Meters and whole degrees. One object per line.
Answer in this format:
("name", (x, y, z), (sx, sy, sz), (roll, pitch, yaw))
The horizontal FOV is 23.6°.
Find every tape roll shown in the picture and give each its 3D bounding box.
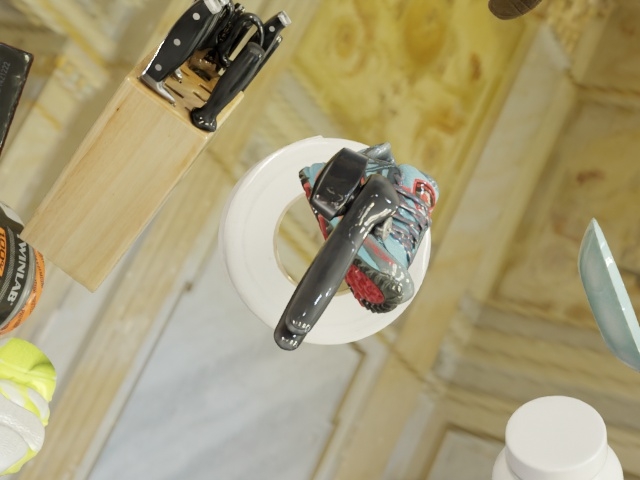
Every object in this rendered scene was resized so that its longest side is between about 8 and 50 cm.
("tape roll", (0.000, 0.000, 1.855), (0.246, 0.246, 0.169), (28, -2, -6))

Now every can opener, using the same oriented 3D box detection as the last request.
("can opener", (0.009, 0.012, 1.201), (0.073, 0.186, 0.059), (24, -32, 3))

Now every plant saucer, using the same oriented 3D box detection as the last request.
("plant saucer", (0.328, 0.070, 1.735), (0.037, 0.195, 0.195), (-21, -36, 14))

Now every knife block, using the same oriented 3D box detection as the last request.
("knife block", (-0.141, -0.097, 1.311), (0.088, 0.276, 0.242), (38, -11, -3))

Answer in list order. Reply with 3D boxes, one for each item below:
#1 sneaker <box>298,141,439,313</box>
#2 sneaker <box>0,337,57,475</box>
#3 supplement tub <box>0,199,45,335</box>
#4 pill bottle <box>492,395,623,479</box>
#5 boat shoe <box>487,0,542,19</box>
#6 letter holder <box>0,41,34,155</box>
("sneaker", (0.059, -0.030, 1.504), (0.104, 0.125, 0.262), (63, 2, -31))
("sneaker", (-0.296, 0.174, 1.306), (0.091, 0.126, 0.240), (39, 14, -4))
("supplement tub", (-0.461, 0.015, 1.762), (0.193, 0.194, 0.316), (18, -5, 22))
("pill bottle", (0.216, 0.242, 1.386), (0.117, 0.117, 0.208), (16, -43, 27))
("boat shoe", (0.240, -0.296, 1.690), (0.050, 0.045, 0.135), (43, -52, -10))
("letter holder", (-0.399, -0.060, 1.400), (0.152, 0.302, 0.214), (19, 2, -23))
